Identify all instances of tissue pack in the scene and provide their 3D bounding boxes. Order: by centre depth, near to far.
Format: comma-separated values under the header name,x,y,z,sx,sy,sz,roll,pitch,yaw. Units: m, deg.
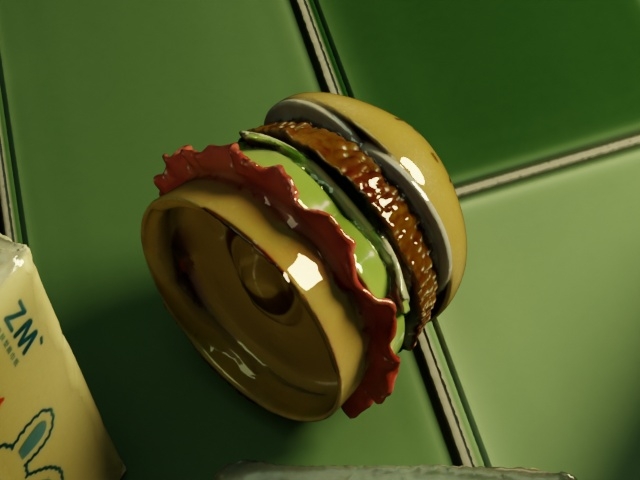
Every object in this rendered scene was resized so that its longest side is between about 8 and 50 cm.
name,x,y,z,sx,sy,sz,roll,pitch,yaw
tissue pack,-0.184,0.097,0.750,0.092,0.196,0.148,22,58,27

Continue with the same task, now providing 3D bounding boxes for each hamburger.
name,x,y,z,sx,sy,sz,roll,pitch,yaw
hamburger,0.002,0.002,0.818,0.137,0.175,0.175,-37,52,-27

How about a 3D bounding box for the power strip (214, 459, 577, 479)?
name,x,y,z,sx,sy,sz,roll,pitch,yaw
power strip,0.025,0.185,0.718,0.198,0.064,0.213,-1,49,9
